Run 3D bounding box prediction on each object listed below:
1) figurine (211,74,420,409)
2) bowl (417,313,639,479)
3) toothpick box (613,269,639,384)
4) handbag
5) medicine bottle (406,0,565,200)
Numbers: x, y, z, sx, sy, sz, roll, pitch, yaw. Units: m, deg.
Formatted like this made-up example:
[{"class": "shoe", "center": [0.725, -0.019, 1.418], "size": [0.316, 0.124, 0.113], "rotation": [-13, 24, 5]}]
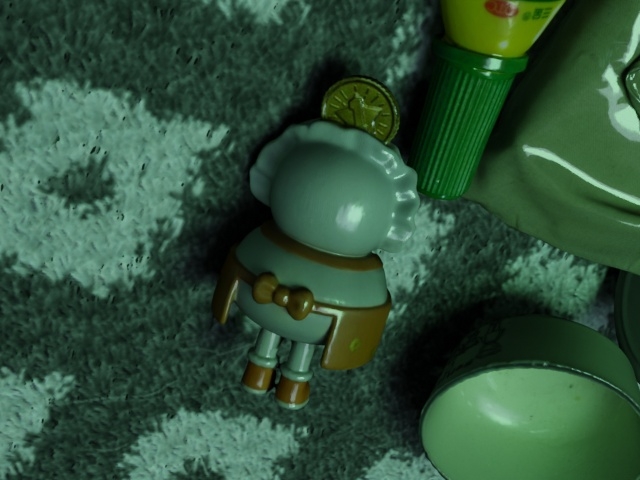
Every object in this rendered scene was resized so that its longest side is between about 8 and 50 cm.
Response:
[{"class": "figurine", "center": [-0.003, 0.005, 1.057], "size": [0.143, 0.143, 0.271], "rotation": [-4, 128, -24]}, {"class": "bowl", "center": [0.198, 0.145, 1.251], "size": [0.212, 0.112, 0.211], "rotation": [6, 134, 6]}, {"class": "toothpick box", "center": [0.454, 0.068, 1.294], "size": [0.316, 0.229, 0.229], "rotation": [14, 118, -36]}, {"class": "handbag", "center": [0.284, -0.111, 1.088], "size": [0.253, 0.109, 0.315], "rotation": [26, 111, -11]}, {"class": "medicine bottle", "center": [0.130, -0.170, 1.025], "size": [0.111, 0.076, 0.308], "rotation": [4, 124, -20]}]
